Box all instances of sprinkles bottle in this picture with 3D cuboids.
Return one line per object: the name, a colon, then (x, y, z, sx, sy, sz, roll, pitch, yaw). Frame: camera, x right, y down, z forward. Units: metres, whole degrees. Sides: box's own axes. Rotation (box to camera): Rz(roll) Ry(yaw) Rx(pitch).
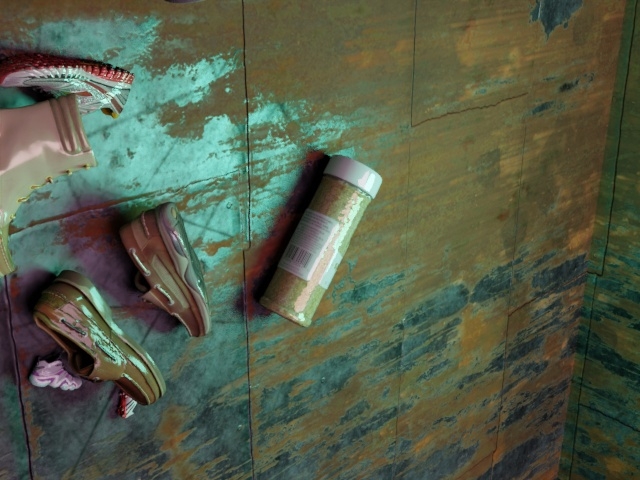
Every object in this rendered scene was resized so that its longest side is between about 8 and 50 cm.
sprinkles bottle: (0.000, 0.000, 1.807, 0.121, 0.121, 0.356, 32, 83, -48)

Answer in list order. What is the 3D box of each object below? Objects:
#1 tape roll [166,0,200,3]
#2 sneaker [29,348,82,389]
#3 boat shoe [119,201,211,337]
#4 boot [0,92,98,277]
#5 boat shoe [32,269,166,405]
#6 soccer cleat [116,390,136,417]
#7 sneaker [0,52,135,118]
tape roll: (-0.170, -0.461, 1.354, 0.219, 0.219, 0.072, -45, 135, -24)
sneaker: (-0.447, 0.219, 1.490, 0.098, 0.038, 0.069, 16, 95, -49)
boat shoe: (-0.277, 0.063, 1.564, 0.116, 0.123, 0.324, -16, 134, -4)
boot: (-0.432, -0.082, 1.296, 0.203, 0.095, 0.262, -14, 112, -20)
boat shoe: (-0.385, 0.194, 1.484, 0.307, 0.110, 0.104, 58, 47, -30)
soccer cleat: (-0.359, 0.295, 1.625, 0.035, 0.029, 0.083, -6, 114, -55)
sneaker: (-0.387, -0.230, 1.324, 0.225, 0.088, 0.093, 0, 110, -45)
